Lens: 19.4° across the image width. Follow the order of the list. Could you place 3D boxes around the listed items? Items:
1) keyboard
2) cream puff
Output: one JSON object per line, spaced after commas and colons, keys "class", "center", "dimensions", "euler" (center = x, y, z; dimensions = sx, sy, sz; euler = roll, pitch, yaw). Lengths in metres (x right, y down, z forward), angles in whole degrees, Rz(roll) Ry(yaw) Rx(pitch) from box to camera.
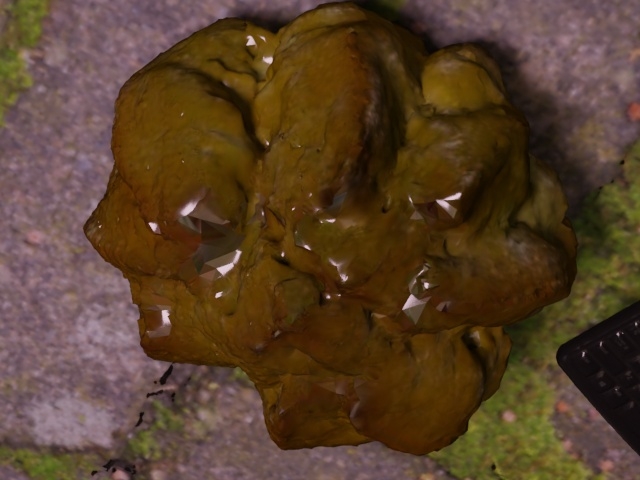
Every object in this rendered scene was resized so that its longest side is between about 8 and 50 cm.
{"class": "keyboard", "center": [0.216, 0.090, 1.054], "dimensions": [0.103, 0.041, 0.381], "euler": [-33, 112, 25]}
{"class": "cream puff", "center": [0.005, -0.004, 0.957], "dimensions": [0.244, 0.196, 0.244], "euler": [-9, 132, -10]}
